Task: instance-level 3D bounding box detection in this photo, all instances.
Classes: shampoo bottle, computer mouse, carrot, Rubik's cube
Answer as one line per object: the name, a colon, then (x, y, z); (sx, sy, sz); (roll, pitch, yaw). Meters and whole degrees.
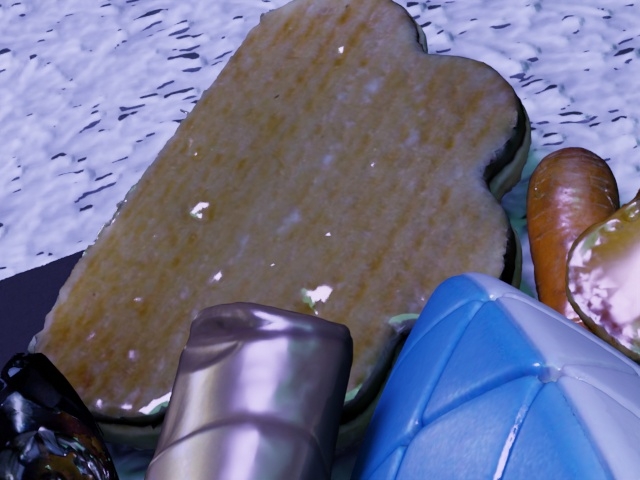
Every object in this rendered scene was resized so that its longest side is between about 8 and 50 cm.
shampoo bottle: (-0.055, 0.194, 0.556); (0.084, 0.125, 0.350); (11, 72, 6)
computer mouse: (-0.121, 0.154, 0.632); (0.077, 0.146, 0.242); (9, 59, -6)
carrot: (0.121, 0.040, 0.728); (0.047, 0.047, 0.191); (-2, 57, 6)
Rubik's cube: (0.063, 0.129, 0.620); (0.254, 0.254, 0.254); (-4, 55, 5)

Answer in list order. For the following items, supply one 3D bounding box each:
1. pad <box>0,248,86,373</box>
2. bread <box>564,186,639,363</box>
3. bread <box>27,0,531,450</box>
pad: (-0.106, 0.047, 0.777); (0.157, 0.003, 0.112); (-20, 55, -6)
bread: (0.232, 0.009, 0.707); (0.233, 0.088, 0.161); (-30, 54, -15)
bread: (0.000, 0.000, 0.758); (0.207, 0.056, 0.286); (24, 63, 26)
